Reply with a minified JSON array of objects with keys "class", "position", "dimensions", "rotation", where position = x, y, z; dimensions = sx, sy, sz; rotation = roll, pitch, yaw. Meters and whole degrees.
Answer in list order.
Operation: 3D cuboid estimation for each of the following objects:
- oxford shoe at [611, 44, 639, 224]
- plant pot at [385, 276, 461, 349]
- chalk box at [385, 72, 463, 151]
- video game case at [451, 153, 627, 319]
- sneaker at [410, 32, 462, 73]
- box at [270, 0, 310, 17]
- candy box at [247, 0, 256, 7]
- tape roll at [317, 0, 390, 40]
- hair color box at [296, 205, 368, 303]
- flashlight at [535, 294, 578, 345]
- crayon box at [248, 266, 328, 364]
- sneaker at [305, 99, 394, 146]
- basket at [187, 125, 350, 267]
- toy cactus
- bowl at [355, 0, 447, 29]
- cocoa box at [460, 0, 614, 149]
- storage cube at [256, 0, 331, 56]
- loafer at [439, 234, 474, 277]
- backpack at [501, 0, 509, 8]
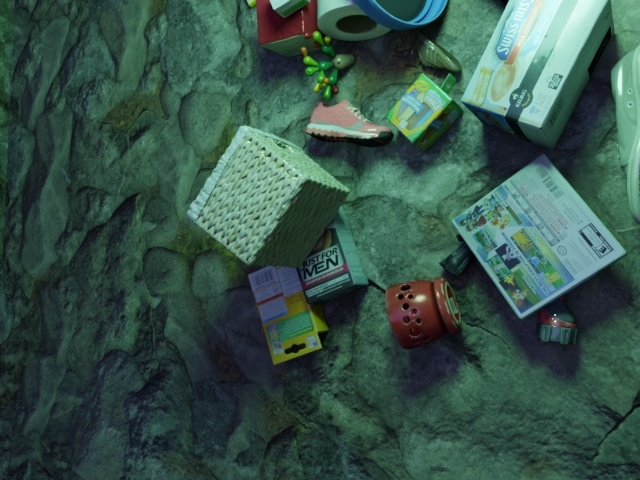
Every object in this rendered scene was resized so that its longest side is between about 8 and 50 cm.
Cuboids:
[{"class":"oxford shoe","position":[0.802,-0.257,1.372],"dimensions":[0.130,0.169,0.448],"rotation":[-178,83,-73]},{"class":"plant pot","position":[0.296,0.199,1.585],"dimensions":[0.174,0.191,0.191],"rotation":[-21,76,20]},{"class":"chalk box","position":[0.325,-0.393,1.641],"dimensions":[0.213,0.132,0.132],"rotation":[-47,66,20]},{"class":"video game case","position":[0.554,-0.010,1.448],"dimensions":[0.300,0.036,0.328],"rotation":[-39,65,20]},{"class":"sneaker","position":[0.350,-0.551,1.688],"dimensions":[0.188,0.066,0.071],"rotation":[54,128,27]},{"class":"box","position":[-0.104,-0.763,1.704],"dimensions":[0.101,0.087,0.101],"rotation":[-24,85,20]},{"class":"candy box","position":[-0.203,-0.965,2.042],"dimensions":[0.206,0.027,0.105],"rotation":[-32,69,24]},{"class":"tape roll","position":[0.111,-0.750,1.724],"dimensions":[0.246,0.246,0.168],"rotation":[-4,84,29]},{"class":"hair color box","position":[0.000,0.000,1.807],"dimensions":[0.186,0.114,0.374],"rotation":[-25,74,26]},{"class":"flashlight","position":[0.629,0.117,1.452],"dimensions":[0.103,0.103,0.303],"rotation":[8,88,-1]},{"class":"crayon box","position":[-0.104,0.232,1.867],"dimensions":[0.203,0.083,0.322],"rotation":[-24,74,26]},{"class":"sneaker","position":[0.092,-0.385,1.783],"dimensions":[0.314,0.116,0.136],"rotation":[13,92,30]},{"class":"basket","position":[-0.145,-0.111,1.648],"dimensions":[0.266,0.328,0.331],"rotation":[41,105,23]},{"class":"toy cactus","position":[0.033,-0.573,1.796],"dimensions":[0.112,0.181,0.218],"rotation":[10,120,59]},{"class":"bowl","position":[0.212,-0.801,1.605],"dimensions":[0.077,0.392,0.390],"rotation":[-8,82,55]},{"class":"cocoa box","position":[0.567,-0.455,1.450],"dimensions":[0.228,0.231,0.346],"rotation":[30,101,29]},{"class":"storage cube","position":[-0.087,-0.744,1.860],"dimensions":[0.184,0.215,0.193],"rotation":[-2,92,29]},{"class":"loafer","position":[0.425,0.003,1.586],"dimensions":[0.078,0.076,0.223],"rotation":[39,109,17]},{"class":"backpack","position":[0.556,-0.798,1.516],"dimensions":[0.253,0.191,0.225],"rotation":[-46,65,13]}]
